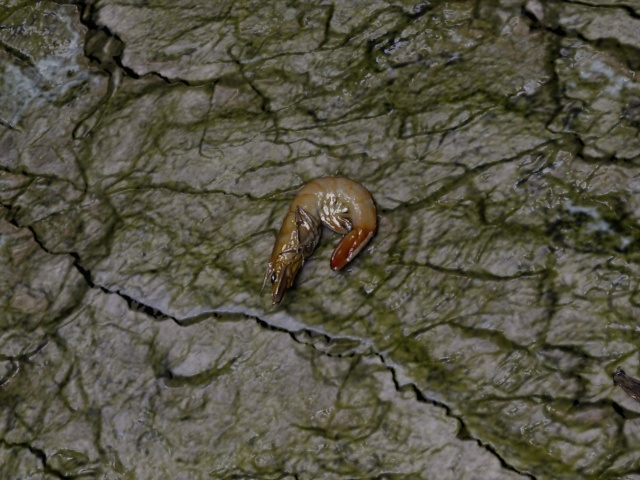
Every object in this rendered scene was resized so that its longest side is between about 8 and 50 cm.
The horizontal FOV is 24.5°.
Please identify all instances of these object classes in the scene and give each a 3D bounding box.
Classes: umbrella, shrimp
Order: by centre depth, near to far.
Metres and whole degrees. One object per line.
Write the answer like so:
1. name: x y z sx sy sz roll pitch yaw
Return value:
1. umbrella: 0.281 0.134 1.262 0.083 0.020 0.031 32 115 36
2. shrimp: 0.001 0.005 1.465 0.095 0.045 0.162 19 61 10
